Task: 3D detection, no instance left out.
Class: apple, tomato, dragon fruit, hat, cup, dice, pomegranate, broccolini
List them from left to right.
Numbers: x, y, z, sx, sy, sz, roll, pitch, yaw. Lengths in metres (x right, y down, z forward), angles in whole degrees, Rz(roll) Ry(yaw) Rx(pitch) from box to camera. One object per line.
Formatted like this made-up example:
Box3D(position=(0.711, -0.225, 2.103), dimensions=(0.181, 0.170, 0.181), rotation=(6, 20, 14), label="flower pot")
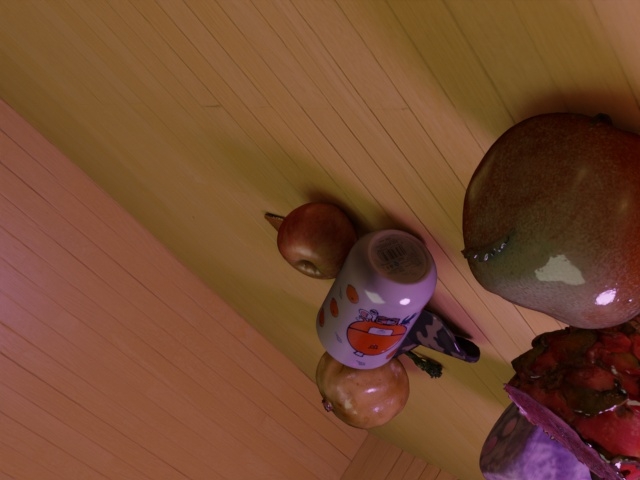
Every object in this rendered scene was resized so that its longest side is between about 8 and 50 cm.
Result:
Box3D(position=(0.000, 0.000, 1.775), dimensions=(0.209, 0.164, 0.209), rotation=(21, 158, 9), label="apple")
Box3D(position=(0.141, 0.499, 2.549), dimensions=(0.332, 0.333, 0.332), rotation=(32, 162, 12), label="pomegranate")
Box3D(position=(0.129, 0.125, 1.673), dimensions=(0.212, 0.212, 0.317), rotation=(33, 141, 9), label="cup")
Box3D(position=(0.211, 0.274, 1.956), dimensions=(0.366, 0.257, 0.381), rotation=(34, -175, -42), label="hat")
Box3D(position=(0.292, 0.377, 2.388), dimensions=(0.239, 0.054, 0.051), rotation=(28, 175, 32), label="broccolini")
Box3D(position=(0.604, 0.572, 1.928), dimensions=(0.270, 0.271, 0.270), rotation=(37, 163, 0), label="dice")
Box3D(position=(0.331, -0.015, 0.984), dimensions=(0.303, 0.239, 0.303), rotation=(29, 163, 10), label="tomato")
Box3D(position=(0.532, 0.273, 1.325), dimensions=(0.314, 0.263, 0.296), rotation=(37, 169, 47), label="dragon fruit")

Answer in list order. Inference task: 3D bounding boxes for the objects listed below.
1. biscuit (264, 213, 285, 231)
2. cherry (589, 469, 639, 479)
Box3D(position=(-0.039, 0.010, 2.116), dimensions=(0.236, 0.013, 0.232), rotation=(17, 155, 47), label="biscuit")
Box3D(position=(0.722, 0.504, 1.607), dimensions=(0.307, 0.221, 0.261), rotation=(39, 178, 16), label="cherry")
